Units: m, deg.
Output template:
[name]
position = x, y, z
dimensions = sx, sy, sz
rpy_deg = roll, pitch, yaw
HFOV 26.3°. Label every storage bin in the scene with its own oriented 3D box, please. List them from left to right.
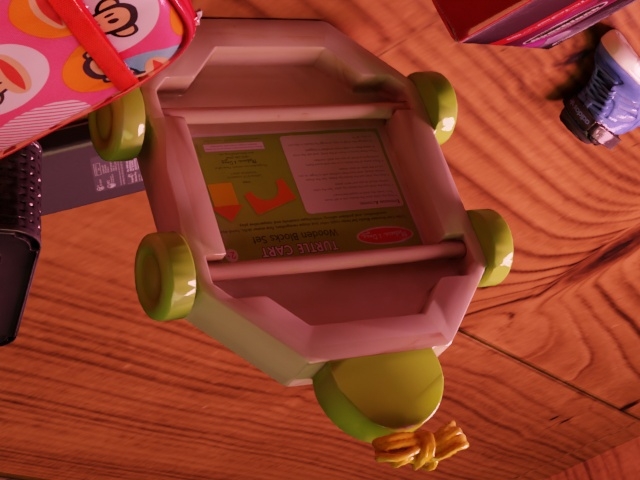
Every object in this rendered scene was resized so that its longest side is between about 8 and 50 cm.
[storage bin]
position = -0.274, 0.002, 1.000
dimensions = 0.122, 0.084, 0.180
rpy_deg = 5, 149, -18

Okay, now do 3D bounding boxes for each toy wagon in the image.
[toy wagon]
position = 0.000, 0.000, 0.917
dimensions = 0.267, 0.344, 0.068
rpy_deg = -5, 153, -30

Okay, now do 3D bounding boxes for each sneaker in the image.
[sneaker]
position = 0.246, -0.124, 1.189
dimensions = 0.084, 0.058, 0.152
rpy_deg = -35, 159, 12

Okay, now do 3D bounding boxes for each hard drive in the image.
[hard drive]
position = -0.175, -0.059, 1.052
dimensions = 0.135, 0.022, 0.094
rpy_deg = -15, 155, -11

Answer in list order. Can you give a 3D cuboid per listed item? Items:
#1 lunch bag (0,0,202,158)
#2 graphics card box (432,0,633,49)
[lunch bag]
position = -0.190, -0.163, 0.731
dimensions = 0.258, 0.120, 0.293
rpy_deg = -26, 156, 3
[graphics card box]
position = 0.187, -0.202, 0.785
dimensions = 0.232, 0.094, 0.371
rpy_deg = -29, 180, 17
